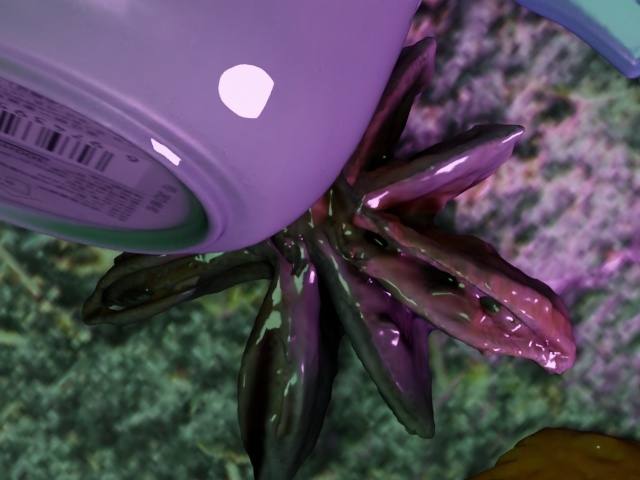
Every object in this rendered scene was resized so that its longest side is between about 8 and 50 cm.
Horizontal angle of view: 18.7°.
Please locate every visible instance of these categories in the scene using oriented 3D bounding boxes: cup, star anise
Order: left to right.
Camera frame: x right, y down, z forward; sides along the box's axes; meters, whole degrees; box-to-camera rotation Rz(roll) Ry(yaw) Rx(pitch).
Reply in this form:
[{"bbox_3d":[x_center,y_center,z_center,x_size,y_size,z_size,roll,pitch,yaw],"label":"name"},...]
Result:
[{"bbox_3d":[-0.105,-0.152,0.730,0.356,0.259,0.274,-4,61,51],"label":"cup"},{"bbox_3d":[0.000,0.000,0.829,0.236,0.093,0.229,18,94,7],"label":"star anise"}]

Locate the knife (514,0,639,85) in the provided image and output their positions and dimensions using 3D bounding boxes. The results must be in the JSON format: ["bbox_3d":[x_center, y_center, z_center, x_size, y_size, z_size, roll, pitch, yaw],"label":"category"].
[{"bbox_3d":[0.158,-0.049,0.817,0.058,0.032,0.244,-42,90,12],"label":"knife"}]

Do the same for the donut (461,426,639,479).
[{"bbox_3d":[0.102,0.323,0.795,0.377,0.163,0.435,33,102,7],"label":"donut"}]
